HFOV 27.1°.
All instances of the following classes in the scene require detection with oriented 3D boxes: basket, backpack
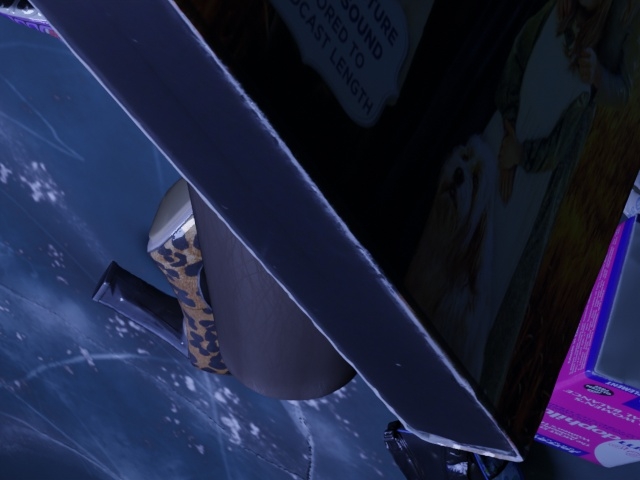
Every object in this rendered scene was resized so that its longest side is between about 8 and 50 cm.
[{"bbox_3d":[-0.016,0.009,1.060,0.204,0.154,0.227,20,136,16],"label":"basket"},{"bbox_3d":[0.128,0.194,1.186,0.105,0.084,0.114,-6,118,46],"label":"backpack"}]

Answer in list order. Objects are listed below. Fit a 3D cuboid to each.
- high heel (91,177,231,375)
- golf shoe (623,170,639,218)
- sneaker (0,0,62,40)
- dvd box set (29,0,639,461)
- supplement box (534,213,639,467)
[{"bbox_3d":[-0.079,0.031,1.234,0.186,0.093,0.261,31,137,-16],"label":"high heel"},{"bbox_3d":[0.210,-0.045,0.871,0.176,0.086,0.069,12,136,36],"label":"golf shoe"},{"bbox_3d":[-0.215,-0.185,1.130,0.170,0.068,0.071,22,145,24],"label":"sneaker"},{"bbox_3d":[0.080,-0.167,0.523,0.062,0.420,0.308,8,151,36],"label":"dvd box set"},{"bbox_3d":[0.205,0.077,0.906,0.111,0.114,0.220,21,163,-5],"label":"supplement box"}]
